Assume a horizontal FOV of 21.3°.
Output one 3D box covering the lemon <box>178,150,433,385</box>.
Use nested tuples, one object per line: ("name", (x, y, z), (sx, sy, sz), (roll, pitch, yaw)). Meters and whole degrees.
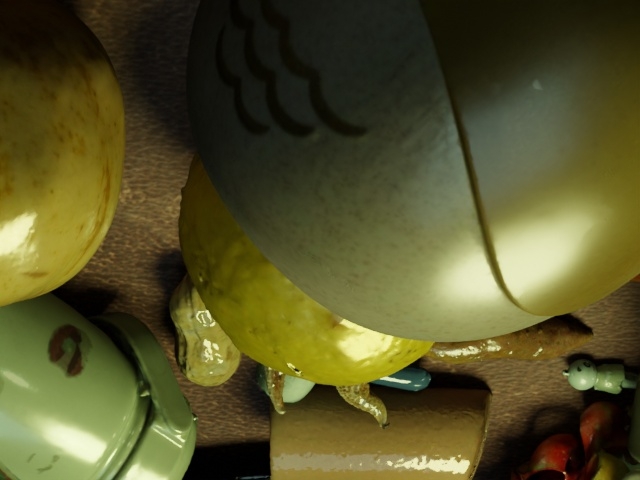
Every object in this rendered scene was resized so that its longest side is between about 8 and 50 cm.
("lemon", (0.002, 0.002, 1.564), (0.261, 0.260, 0.284), (-12, 127, 17))

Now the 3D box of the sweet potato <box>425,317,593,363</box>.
("sweet potato", (0.202, 0.104, 1.812), (0.218, 0.051, 0.065), (-1, 167, -22))

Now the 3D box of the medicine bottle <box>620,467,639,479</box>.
("medicine bottle", (0.524, 0.306, 1.839), (0.384, 0.224, 0.224), (-7, 144, -21))

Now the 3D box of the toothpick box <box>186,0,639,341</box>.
("toothpick box", (0.147, -0.157, 1.264), (0.409, 0.409, 0.425), (31, 125, -29))

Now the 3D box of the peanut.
("peanut", (-0.125, 0.100, 1.831), (0.080, 0.080, 0.174), (-1, 141, 5))

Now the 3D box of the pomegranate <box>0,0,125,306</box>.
("pomegranate", (-0.325, -0.057, 1.455), (0.343, 0.342, 0.342), (2, 140, 1))

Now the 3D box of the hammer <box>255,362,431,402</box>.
("hammer", (0.031, 0.140, 1.884), (0.194, 0.069, 0.116), (11, 138, -17))

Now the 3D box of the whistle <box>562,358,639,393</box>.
("whistle", (0.319, 0.153, 1.902), (0.100, 0.035, 0.035), (9, 140, -9))

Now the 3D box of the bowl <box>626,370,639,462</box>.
("bowl", (0.479, 0.121, 1.687), (0.354, 0.354, 0.185), (-1, 96, 5))

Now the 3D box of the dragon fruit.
("dragon fruit", (0.294, 0.339, 1.983), (0.243, 0.227, 0.307), (-6, 103, 34))

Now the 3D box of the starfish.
("starfish", (0.030, 0.079, 1.773), (0.236, 0.062, 0.277), (-34, 120, -1))

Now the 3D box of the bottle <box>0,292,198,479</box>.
("bottle", (-0.274, 0.172, 1.813), (0.352, 0.229, 0.229), (31, 133, -21))

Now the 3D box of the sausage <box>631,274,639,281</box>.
("sausage", (0.256, 0.022, 1.700), (0.302, 0.102, 0.076), (-15, 177, 23))

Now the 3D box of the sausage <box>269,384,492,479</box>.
("sausage", (0.070, 0.225, 1.935), (0.253, 0.123, 0.123), (1, 140, 3))

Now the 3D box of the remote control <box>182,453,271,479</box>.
("remote control", (-0.073, 0.307, 2.086), (0.399, 0.062, 0.144), (-6, 140, 8))
